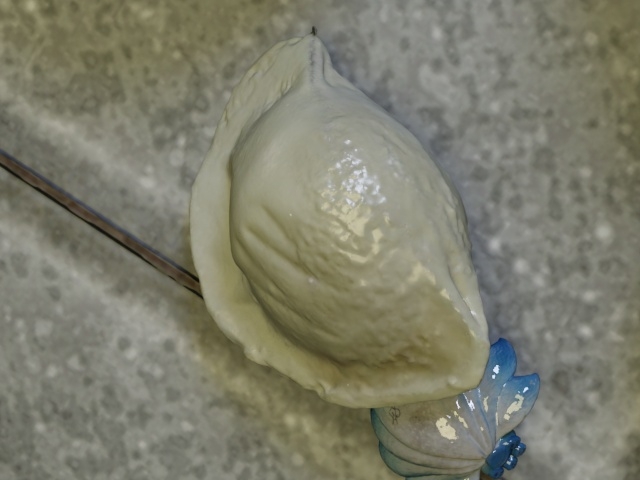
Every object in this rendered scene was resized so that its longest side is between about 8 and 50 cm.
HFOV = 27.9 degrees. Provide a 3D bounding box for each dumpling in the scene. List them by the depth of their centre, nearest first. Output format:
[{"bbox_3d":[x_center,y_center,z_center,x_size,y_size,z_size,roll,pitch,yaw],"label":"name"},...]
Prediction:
[{"bbox_3d":[0.002,0.004,0.721,0.216,0.126,0.166,46,119,0],"label":"dumpling"}]

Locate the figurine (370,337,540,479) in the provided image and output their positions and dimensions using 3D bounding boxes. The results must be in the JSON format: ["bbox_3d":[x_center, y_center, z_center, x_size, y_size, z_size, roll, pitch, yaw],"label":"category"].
[{"bbox_3d":[0.068,0.096,0.747,0.114,0.079,0.114,-4,85,47],"label":"figurine"}]
